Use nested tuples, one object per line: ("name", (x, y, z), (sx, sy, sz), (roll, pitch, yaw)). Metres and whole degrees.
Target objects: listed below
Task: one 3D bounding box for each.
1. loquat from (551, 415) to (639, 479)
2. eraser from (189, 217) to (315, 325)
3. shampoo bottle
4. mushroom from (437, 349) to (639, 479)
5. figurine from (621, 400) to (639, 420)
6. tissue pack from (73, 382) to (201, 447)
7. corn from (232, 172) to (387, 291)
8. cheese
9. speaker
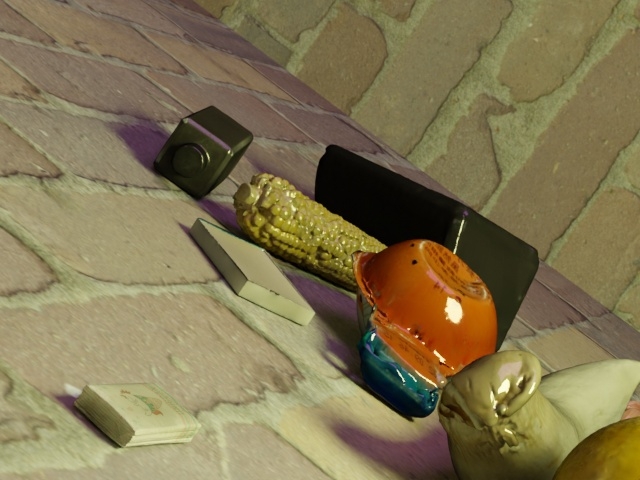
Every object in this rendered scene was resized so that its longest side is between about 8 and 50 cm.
("loquat", (0.297, 0.268, 1.521), (0.244, 0.244, 0.244), (34, 10, -7))
("eraser", (-0.075, 0.034, 1.912), (0.104, 0.023, 0.150), (27, 13, -36))
("shampoo bottle", (-0.148, -0.113, 2.191), (0.079, 0.080, 0.246), (34, 11, -1))
("mushroom", (0.210, 0.190, 1.712), (0.126, 0.177, 0.397), (28, 8, 24))
("figurine", (0.325, 0.233, 2.048), (0.157, 0.126, 0.114), (36, -33, -1))
("tissue pack", (-0.134, 0.129, 1.287), (0.056, 0.023, 0.108), (39, 11, 19))
("corn", (0.000, 0.000, 2.145), (0.288, 0.086, 0.086), (29, 12, -41))
("cheese", (0.111, 0.098, 1.945), (0.217, 0.129, 0.329), (38, 22, -2))
("speaker", (0.124, 0.022, 2.356), (0.180, 0.184, 0.388), (29, 1, -36))
